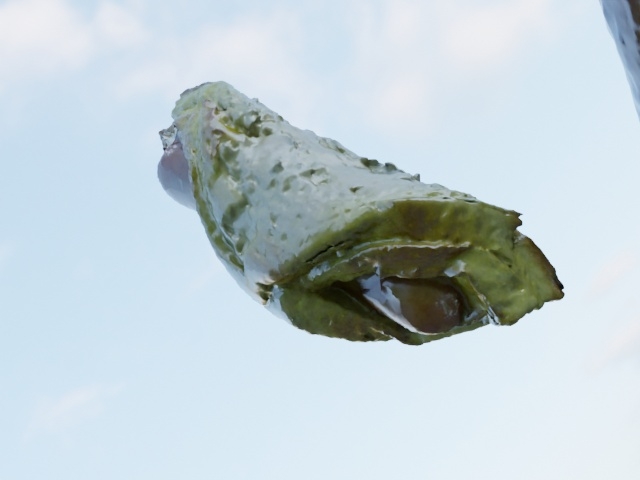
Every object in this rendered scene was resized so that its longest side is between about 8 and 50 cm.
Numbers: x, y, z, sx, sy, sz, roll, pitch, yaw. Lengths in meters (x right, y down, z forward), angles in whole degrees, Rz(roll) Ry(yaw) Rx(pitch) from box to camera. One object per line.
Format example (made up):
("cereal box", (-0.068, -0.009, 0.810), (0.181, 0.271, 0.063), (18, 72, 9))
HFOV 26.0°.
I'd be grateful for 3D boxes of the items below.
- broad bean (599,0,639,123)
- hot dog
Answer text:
("broad bean", (0.143, -0.077, 0.470), (0.114, 0.084, 0.165), (-48, -43, -16))
("hot dog", (-0.001, 0.000, 0.485), (0.061, 0.169, 0.078), (-46, -33, -29))
